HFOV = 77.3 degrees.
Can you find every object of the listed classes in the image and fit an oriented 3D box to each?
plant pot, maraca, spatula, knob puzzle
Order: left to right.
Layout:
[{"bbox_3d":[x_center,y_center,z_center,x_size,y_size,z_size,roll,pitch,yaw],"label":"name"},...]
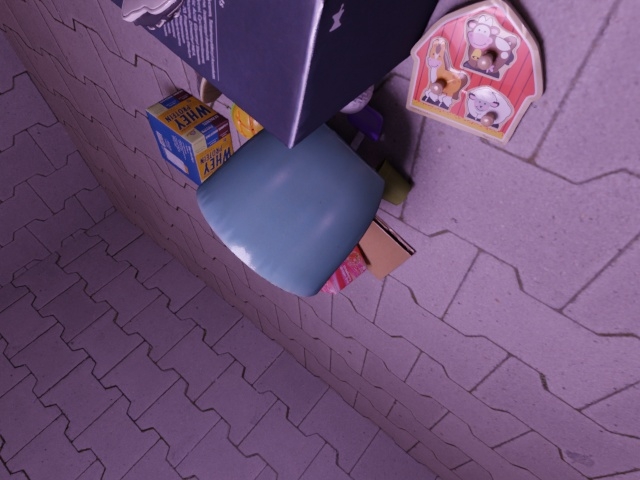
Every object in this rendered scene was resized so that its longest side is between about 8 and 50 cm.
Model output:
[{"bbox_3d":[-0.126,-0.290,0.914,0.186,0.099,0.127,-15,138,38],"label":"maraca"},{"bbox_3d":[-0.030,-0.087,0.720,0.293,0.235,0.293,41,-167,-12],"label":"plant pot"},{"bbox_3d":[0.067,-0.186,0.854,0.084,0.030,0.296,41,153,11],"label":"spatula"},{"bbox_3d":[0.140,-0.113,0.814,0.079,0.083,0.083,34,154,-5],"label":"plant pot"},{"bbox_3d":[0.212,-0.234,0.560,0.213,0.030,0.213,28,150,18],"label":"knob puzzle"}]

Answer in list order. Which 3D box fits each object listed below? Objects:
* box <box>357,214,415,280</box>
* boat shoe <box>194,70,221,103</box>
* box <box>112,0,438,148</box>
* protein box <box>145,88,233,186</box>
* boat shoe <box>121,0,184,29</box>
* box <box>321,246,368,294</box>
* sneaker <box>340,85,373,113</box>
[{"bbox_3d":[0.138,0.015,1.042,0.164,0.021,0.201,43,153,5],"label":"box"},{"bbox_3d":[-0.260,-0.424,0.942,0.073,0.080,0.223,48,148,7],"label":"boat shoe"},{"bbox_3d":[-0.070,-0.370,0.504,0.395,0.293,0.212,41,153,9],"label":"box"},{"bbox_3d":[-0.386,-0.303,1.212,0.201,0.136,0.199,36,151,18],"label":"protein box"},{"bbox_3d":[-0.176,-0.260,0.440,0.125,0.038,0.046,9,94,42],"label":"boat shoe"},{"bbox_3d":[0.000,0.000,1.061,0.123,0.128,0.256,2,122,58],"label":"box"},{"bbox_3d":[-0.063,-0.329,0.733,0.366,0.137,0.210,47,154,8],"label":"sneaker"}]
